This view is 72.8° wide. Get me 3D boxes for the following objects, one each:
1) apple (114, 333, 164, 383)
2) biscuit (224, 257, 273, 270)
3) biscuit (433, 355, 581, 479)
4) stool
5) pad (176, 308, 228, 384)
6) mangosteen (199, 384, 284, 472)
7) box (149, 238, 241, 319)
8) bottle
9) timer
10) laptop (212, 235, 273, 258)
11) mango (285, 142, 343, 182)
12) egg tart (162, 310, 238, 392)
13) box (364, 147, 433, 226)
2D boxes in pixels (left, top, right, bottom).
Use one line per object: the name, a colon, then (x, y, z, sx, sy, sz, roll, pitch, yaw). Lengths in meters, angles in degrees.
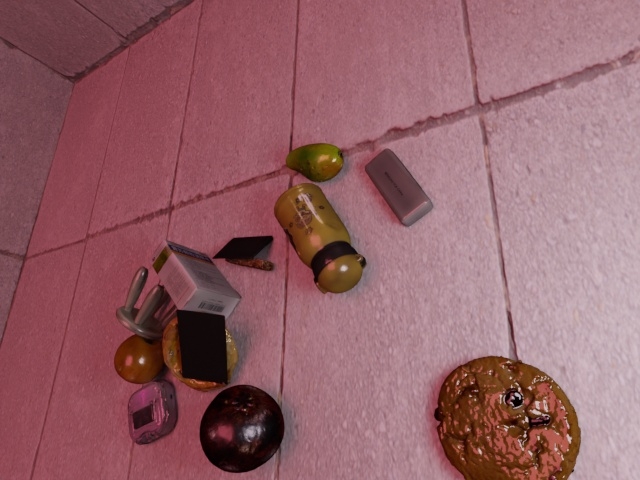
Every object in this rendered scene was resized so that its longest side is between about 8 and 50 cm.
apple: (-0.652, 0.424, 1.572, 0.182, 0.182, 0.155, 27, 81, 39)
biscuit: (-0.246, 0.075, 1.493, 0.199, 0.064, 0.035, 7, 81, 38)
biscuit: (0.381, 0.385, 0.917, 0.295, 0.075, 0.296, -14, 64, 31)
stool: (-0.622, 0.236, 1.612, 0.195, 0.195, 0.199, 34, 91, 39)
pad: (-0.365, 0.332, 1.345, 0.163, 0.004, 0.243, 5, 107, 12)
mangosteen: (-0.222, 0.543, 1.209, 0.235, 0.235, 0.262, 31, 124, 39)
box: (-0.442, 0.137, 1.520, 0.299, 0.200, 0.106, 40, 98, 39)
bottle: (0.000, 0.000, 1.279, 0.171, 0.171, 0.351, -42, 53, 15)
timer: (-0.599, 0.603, 1.530, 0.208, 0.069, 0.191, -32, 59, 19)
laptop: (-0.273, 0.028, 1.517, 0.197, 0.016, 0.135, -2, 33, 36)
mango: (-0.022, -0.258, 1.440, 0.232, 0.111, 0.126, 4, 70, 38)
egg tart: (-0.379, 0.354, 1.414, 0.290, 0.107, 0.291, 4, 107, 14)
box: (0.223, -0.157, 1.260, 0.103, 0.055, 0.244, -39, 54, 17)
